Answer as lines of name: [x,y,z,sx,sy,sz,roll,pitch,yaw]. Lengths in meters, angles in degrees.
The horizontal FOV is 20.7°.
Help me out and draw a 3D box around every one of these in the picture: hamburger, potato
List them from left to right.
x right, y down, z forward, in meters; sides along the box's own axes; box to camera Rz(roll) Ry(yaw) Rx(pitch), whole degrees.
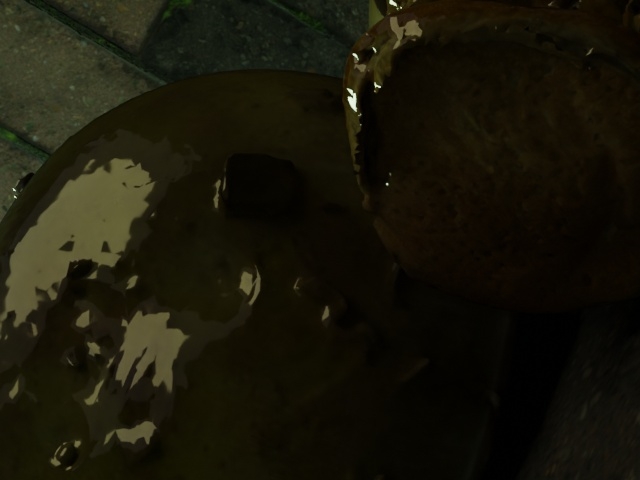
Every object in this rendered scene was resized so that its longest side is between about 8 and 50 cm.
potato: [-0.083,0.090,1.203,0.385,0.319,0.442,158,128,-71]
hamburger: [0.130,-0.102,0.991,0.245,0.260,0.211,-28,24,47]

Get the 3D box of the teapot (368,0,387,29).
teapot: [0.140,-0.146,1.524,0.267,0.186,0.175,-109,8,-45]
